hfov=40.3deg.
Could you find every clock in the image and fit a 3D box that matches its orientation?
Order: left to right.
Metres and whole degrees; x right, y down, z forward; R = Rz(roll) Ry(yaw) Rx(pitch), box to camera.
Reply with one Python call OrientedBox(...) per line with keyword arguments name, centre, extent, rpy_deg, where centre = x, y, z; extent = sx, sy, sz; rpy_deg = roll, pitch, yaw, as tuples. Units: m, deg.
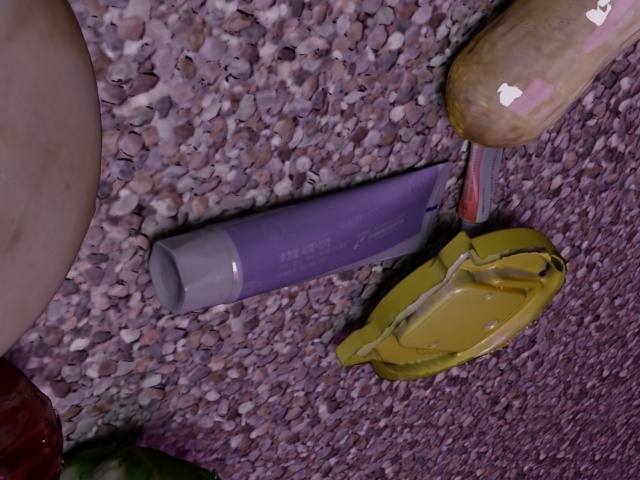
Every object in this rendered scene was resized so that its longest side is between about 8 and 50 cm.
OrientedBox(name="clock", centre=(0.175, 0.077, 1.116), extent=(0.277, 0.071, 0.293), rpy_deg=(-42, 145, 21))

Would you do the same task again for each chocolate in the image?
OrientedBox(name="chocolate", centre=(0.255, -0.219, 0.906), extent=(0.309, 0.134, 0.134), rpy_deg=(-48, 137, 7))

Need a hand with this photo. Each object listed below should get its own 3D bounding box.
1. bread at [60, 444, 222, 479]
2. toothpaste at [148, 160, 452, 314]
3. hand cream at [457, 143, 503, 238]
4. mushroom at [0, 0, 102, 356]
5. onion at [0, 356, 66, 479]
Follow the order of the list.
OrientedBox(name="bread", centre=(-0.204, 0.408, 0.892), extent=(0.129, 0.382, 0.366), rpy_deg=(16, 126, -47))
OrientedBox(name="toothpaste", centre=(0.000, 0.000, 0.939), extent=(0.371, 0.080, 0.125), rpy_deg=(-14, 131, -34))
OrientedBox(name="hand cream", centre=(0.192, -0.094, 1.032), extent=(0.052, 0.038, 0.216), rpy_deg=(-32, 136, -47))
OrientedBox(name="mushroom", centre=(-0.317, -0.062, 0.543), extent=(0.362, 0.295, 0.362), rpy_deg=(-38, 137, -48))
OrientedBox(name="onion", centre=(-0.342, 0.190, 0.754), extent=(0.252, 0.219, 0.252), rpy_deg=(0, 95, 2))
